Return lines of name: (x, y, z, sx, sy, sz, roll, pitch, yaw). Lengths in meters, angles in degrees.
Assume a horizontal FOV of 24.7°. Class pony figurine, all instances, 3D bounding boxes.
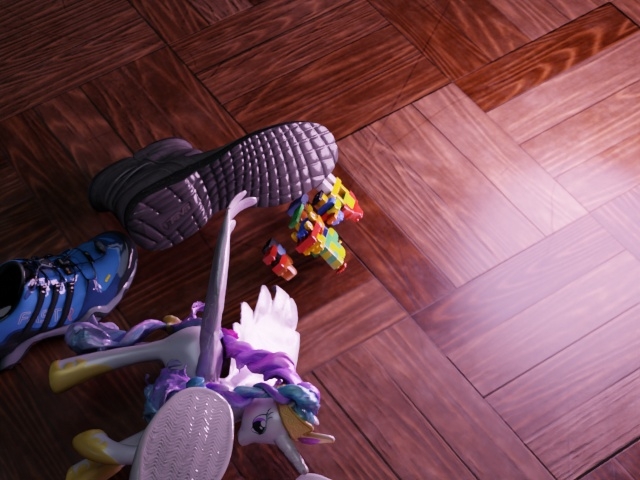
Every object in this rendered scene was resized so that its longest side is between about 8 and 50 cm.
pony figurine: (-0.155, 0.158, 1.871, 0.363, 0.303, 0.351, -11, 53, 15)

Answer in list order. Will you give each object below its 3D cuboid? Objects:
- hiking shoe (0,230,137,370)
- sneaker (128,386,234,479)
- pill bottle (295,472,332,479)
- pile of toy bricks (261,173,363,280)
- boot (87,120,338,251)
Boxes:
hiking shoe: (-0.376, 0.070, 2.002, 0.304, 0.132, 0.113, -37, 60, -25)
sneaker: (-0.194, 0.317, 1.676, 0.108, 0.169, 0.292, 26, 52, -8)
pill bottle: (-0.069, 0.427, 1.686, 0.176, 0.176, 0.318, 29, 57, 21)
pile of toy bricks: (0.000, 0.000, 2.082, 0.105, 0.118, 0.212, 45, 24, -12)
boot: (-0.163, -0.112, 2.118, 0.338, 0.118, 0.223, -20, 25, -17)
